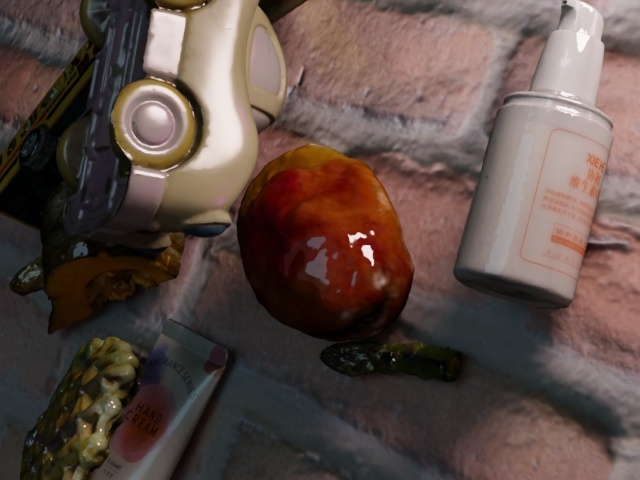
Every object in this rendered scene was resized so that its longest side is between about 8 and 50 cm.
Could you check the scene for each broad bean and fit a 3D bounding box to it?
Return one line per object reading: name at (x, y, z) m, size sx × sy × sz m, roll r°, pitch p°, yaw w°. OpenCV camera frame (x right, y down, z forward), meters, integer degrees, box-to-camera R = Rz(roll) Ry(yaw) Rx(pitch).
broad bean at (-0.001, -0.002, 1.278) m, size 0.156 × 0.122 × 0.228 m, roll -50°, pitch 48°, yaw 22°

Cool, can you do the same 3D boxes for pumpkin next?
pumpkin at (-0.275, 0.008, 1.551) m, size 0.248 × 0.126 × 0.130 m, roll -28°, pitch 53°, yaw 36°

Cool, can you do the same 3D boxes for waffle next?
waffle at (-0.263, 0.195, 1.463) m, size 0.204 × 0.054 × 0.223 m, roll -60°, pitch 21°, yaw -7°

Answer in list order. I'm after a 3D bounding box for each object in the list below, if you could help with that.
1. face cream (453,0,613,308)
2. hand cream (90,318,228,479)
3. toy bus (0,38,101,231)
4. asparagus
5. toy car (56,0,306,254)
face cream at (0.188, -0.075, 1.130) m, size 0.101 × 0.101 × 0.251 m, roll 8°, pitch 79°, yaw 47°
hand cream at (-0.204, 0.248, 1.425) m, size 0.124 × 0.078 × 0.340 m, roll 21°, pitch 84°, yaw 49°
toy bus at (-0.255, -0.154, 1.608) m, size 0.335 × 0.121 × 0.123 m, roll -48°, pitch 34°, yaw 20°
asparagus at (0.060, 0.108, 1.236) m, size 0.165 × 0.030 × 0.036 m, roll -3°, pitch 82°, yaw 45°
toy car at (-0.123, -0.156, 1.387) m, size 0.242 × 0.226 × 0.335 m, roll 166°, pitch 112°, yaw -65°
